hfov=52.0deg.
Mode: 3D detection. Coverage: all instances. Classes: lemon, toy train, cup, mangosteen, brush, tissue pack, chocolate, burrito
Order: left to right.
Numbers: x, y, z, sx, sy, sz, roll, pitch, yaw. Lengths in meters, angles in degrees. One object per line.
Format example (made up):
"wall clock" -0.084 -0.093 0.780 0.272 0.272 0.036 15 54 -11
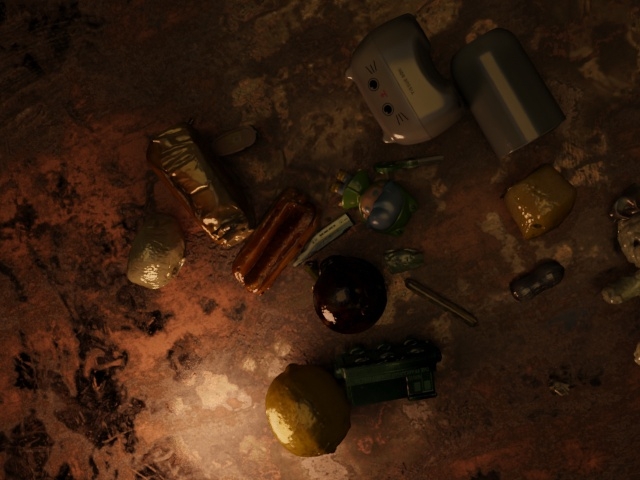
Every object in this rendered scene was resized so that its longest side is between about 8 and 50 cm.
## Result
"brush" -0.315 -0.277 2.016 0.312 0.067 0.072 -16 83 23
"lemon" -0.040 0.515 1.992 0.260 0.260 0.284 -9 113 11
"toy train" 0.000 0.000 2.004 0.234 0.052 0.051 -35 89 13
"mangosteen" 0.063 0.146 1.956 0.289 0.231 0.231 32 107 45
"toy train" 0.205 0.400 1.965 0.330 0.138 0.178 -9 101 -3
"tissue pack" 0.231 -0.425 1.806 0.236 0.229 0.333 -30 92 19
"burrito" 0.253 0.057 1.976 0.118 0.044 0.074 -12 93 15
"cup" 0.499 -0.404 1.780 0.205 0.205 0.312 -30 92 13
"chocolate" 0.632 0.120 1.909 0.167 0.072 0.072 -33 92 15

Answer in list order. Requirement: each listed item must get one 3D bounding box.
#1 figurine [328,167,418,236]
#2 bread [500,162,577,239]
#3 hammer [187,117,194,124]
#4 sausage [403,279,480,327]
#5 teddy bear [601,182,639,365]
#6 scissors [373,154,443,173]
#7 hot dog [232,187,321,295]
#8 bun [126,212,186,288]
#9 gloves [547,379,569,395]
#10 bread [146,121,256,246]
"figurine" 0.154 -0.120 1.923 0.263 0.143 0.162 32 97 21
"bread" 0.610 -0.105 1.829 0.197 0.197 0.170 -40 78 13
"hammer" -0.446 -0.303 2.042 0.062 0.017 0.182 35 97 27
"sausage" 0.366 0.189 1.982 0.269 0.033 0.033 31 102 3
"teddy bear" 0.901 0.082 1.741 0.327 0.375 0.362 -16 115 39
"scissors" 0.260 -0.225 1.916 0.204 0.101 0.027 -9 108 -2
"hot dog" -0.130 0.005 1.993 0.158 0.117 0.349 39 102 19
"bun" -0.490 0.036 2.021 0.153 0.244 0.244 20 102 -5
"gloves" 0.711 0.434 1.960 0.081 0.037 0.044 36 129 -8
"bread" -0.350 -0.155 1.931 0.183 0.236 0.389 -31 100 11
